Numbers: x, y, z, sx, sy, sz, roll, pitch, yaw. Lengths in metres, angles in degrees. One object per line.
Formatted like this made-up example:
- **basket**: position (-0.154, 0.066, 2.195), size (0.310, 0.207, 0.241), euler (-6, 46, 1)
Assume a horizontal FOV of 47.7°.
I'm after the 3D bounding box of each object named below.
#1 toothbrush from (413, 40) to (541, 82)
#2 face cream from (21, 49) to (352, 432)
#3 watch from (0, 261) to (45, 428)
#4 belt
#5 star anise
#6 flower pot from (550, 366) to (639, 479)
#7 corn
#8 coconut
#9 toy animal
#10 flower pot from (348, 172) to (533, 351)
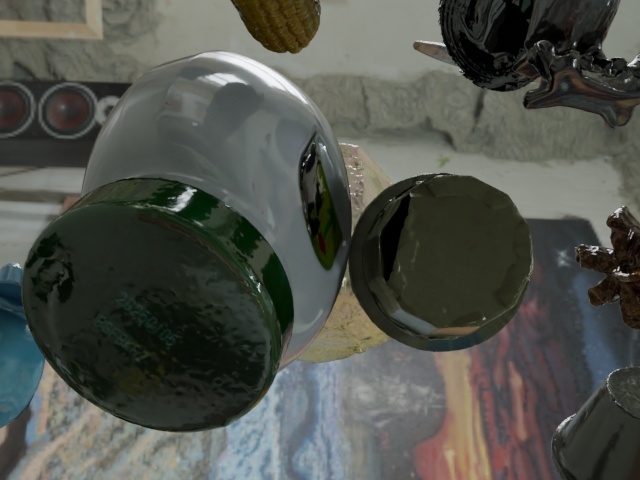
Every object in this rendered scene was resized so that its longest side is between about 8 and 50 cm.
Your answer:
- **toothbrush**: position (0.319, -0.254, 1.096), size (0.037, 0.375, 0.028), euler (-91, -165, -48)
- **face cream**: position (-0.094, -0.014, 0.691), size (0.357, 0.219, 0.312), euler (-64, 143, -59)
- **watch**: position (-0.428, 0.137, 0.900), size (0.211, 0.211, 0.193), euler (96, -3, -68)
- **belt**: position (0.212, -0.258, 0.798), size (0.078, 0.151, 0.198), euler (-43, 175, -23)
- **star anise**: position (0.467, 0.042, 1.095), size (0.196, 0.111, 0.212), euler (-107, -167, -44)
- **flower pot**: position (0.517, 0.309, 1.153), size (0.269, 0.269, 0.166), euler (-91, -178, -60)
- **corn**: position (-0.037, -0.196, 0.564), size (0.207, 0.068, 0.068), euler (7, 85, -85)
- **coconut**: position (0.000, 0.000, 1.111), size (0.297, 0.297, 0.309), euler (94, -8, -56)
- **toy animal**: position (0.224, -0.209, 0.626), size (0.117, 0.121, 0.210), euler (164, -69, -71)
- **flower pot**: position (0.125, 0.014, 0.755), size (0.202, 0.212, 0.212), euler (42, 50, -80)
